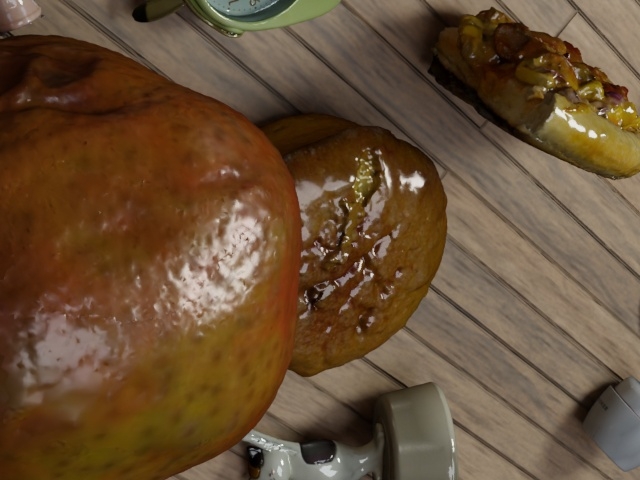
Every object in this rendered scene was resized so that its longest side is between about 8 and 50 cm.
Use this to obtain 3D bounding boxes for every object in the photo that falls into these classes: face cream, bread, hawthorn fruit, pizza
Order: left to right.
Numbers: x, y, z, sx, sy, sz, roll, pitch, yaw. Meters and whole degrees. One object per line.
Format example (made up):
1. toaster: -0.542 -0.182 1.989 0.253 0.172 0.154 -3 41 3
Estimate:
1. hawthorn fruit: -0.253 0.022 1.384 0.471 0.472 0.472 -15 122 -25
2. bread: -0.002 -0.003 1.718 0.312 0.172 0.312 -18 126 -27
3. pizza: 0.261 -0.165 1.739 0.114 0.277 0.409 -57 165 14
4. face cream: 0.437 0.260 2.164 0.104 0.117 0.117 -45 130 7

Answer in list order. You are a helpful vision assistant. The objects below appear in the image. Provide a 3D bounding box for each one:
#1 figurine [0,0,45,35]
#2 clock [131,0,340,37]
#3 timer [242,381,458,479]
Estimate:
1. figurine: -0.336 -0.311 1.360 0.200 0.133 0.276 -22 126 0
2. clock: -0.087 -0.294 1.566 0.232 0.069 0.170 -20 125 -20
3. timer: 0.025 0.276 1.922 0.266 0.175 0.175 -4 119 -9
